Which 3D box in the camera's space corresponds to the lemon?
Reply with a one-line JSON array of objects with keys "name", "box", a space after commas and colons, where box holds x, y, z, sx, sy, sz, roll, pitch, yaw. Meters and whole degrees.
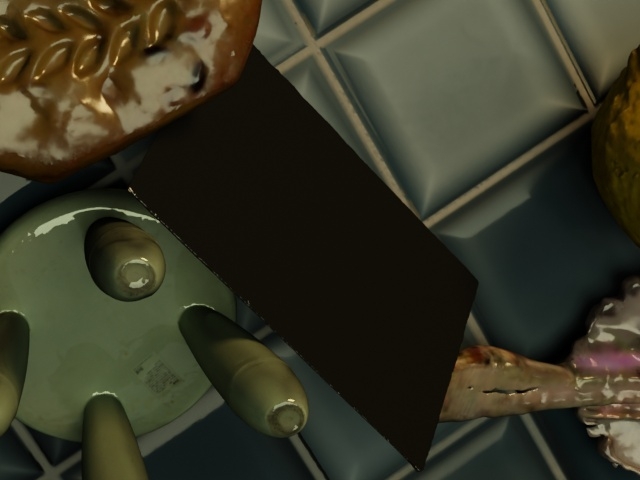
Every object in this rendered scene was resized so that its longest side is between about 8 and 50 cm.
[{"name": "lemon", "box": [0.304, -0.061, 1.254, 0.192, 0.192, 0.231, -46, 114, -2]}]

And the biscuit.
[{"name": "biscuit", "box": [-0.195, -0.216, 1.090, 0.359, 0.046, 0.359, 1, 87, -10]}]

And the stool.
[{"name": "stool", "box": [-0.139, 0.087, 1.140, 0.195, 0.198, 0.195, -42, 114, 6]}]

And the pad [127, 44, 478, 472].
[{"name": "pad", "box": [0.000, 0.000, 1.199, 0.005, 0.202, 0.300, -27, 118, 38]}]

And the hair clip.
[{"name": "hair clip", "box": [0.218, 0.109, 1.328, 0.300, 0.069, 0.173, 2, 104, -14]}]
